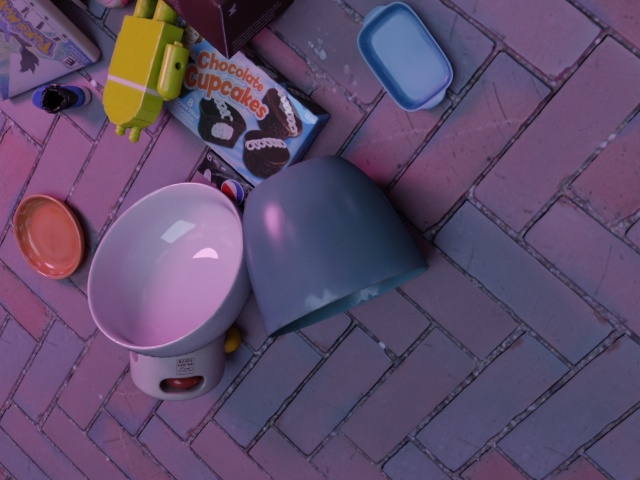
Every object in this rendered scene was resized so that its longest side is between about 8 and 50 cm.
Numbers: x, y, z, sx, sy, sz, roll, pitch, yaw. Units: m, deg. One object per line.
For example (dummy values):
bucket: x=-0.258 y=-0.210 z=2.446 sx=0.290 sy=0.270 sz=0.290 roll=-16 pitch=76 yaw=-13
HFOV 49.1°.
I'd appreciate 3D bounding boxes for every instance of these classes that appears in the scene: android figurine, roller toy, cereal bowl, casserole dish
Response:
android figurine: x=-0.328 y=-0.319 z=1.294 sx=0.248 sy=0.056 sz=0.273 roll=24 pitch=101 yaw=46
roller toy: x=-0.286 y=0.216 z=1.417 sx=0.209 sy=0.191 sz=0.146 roll=18 pitch=118 yaw=21
cereal bowl: x=-0.261 y=0.068 z=1.321 sx=0.338 sy=0.141 sz=0.339 roll=-11 pitch=58 yaw=19
casserole dish: x=0.142 y=-0.302 z=1.156 sx=0.114 sy=0.037 sz=0.188 roll=-36 pitch=89 yaw=29

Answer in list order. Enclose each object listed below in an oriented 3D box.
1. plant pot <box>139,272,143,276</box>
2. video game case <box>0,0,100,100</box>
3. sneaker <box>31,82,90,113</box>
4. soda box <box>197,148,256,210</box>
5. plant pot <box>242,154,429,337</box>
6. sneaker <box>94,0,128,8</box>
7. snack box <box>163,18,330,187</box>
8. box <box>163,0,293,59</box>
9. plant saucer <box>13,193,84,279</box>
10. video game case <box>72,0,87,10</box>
plant pot: x=-0.396 y=0.091 z=1.491 sx=0.108 sy=0.096 sz=0.109 roll=17 pitch=111 yaw=20
video game case: x=-0.654 y=-0.428 z=1.371 sx=0.299 sy=0.036 sz=0.329 roll=-12 pitch=144 yaw=27
sneaker: x=-0.565 y=-0.296 z=1.460 sx=0.152 sy=0.084 sz=0.058 roll=6 pitch=108 yaw=24
soda box: x=-0.150 y=-0.106 z=1.337 sx=0.169 sy=0.060 sz=0.053 roll=41 pitch=118 yaw=9
plant pot: x=0.000 y=0.000 z=1.183 sx=0.293 sy=0.293 sz=0.235 roll=-30 pitch=79 yaw=29
sneaker: x=-0.468 y=-0.528 z=1.330 sx=0.252 sy=0.111 sz=0.103 roll=39 pitch=117 yaw=10
snack box: x=-0.158 y=-0.256 z=1.296 sx=0.322 sy=0.060 sz=0.187 roll=41 pitch=118 yaw=9
box: x=-0.170 y=-0.450 z=1.148 sx=0.203 sy=0.167 sz=0.168 roll=43 pitch=77 yaw=7
plant saucer: x=-0.612 y=-0.011 z=1.596 sx=0.199 sy=0.037 sz=0.200 roll=8 pitch=109 yaw=23
video game case: x=-0.519 y=-0.509 z=1.376 sx=0.122 sy=0.087 sz=0.011 roll=44 pitch=93 yaw=7
